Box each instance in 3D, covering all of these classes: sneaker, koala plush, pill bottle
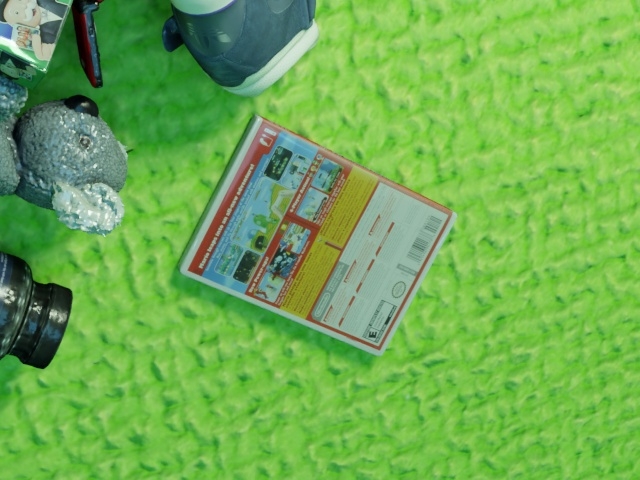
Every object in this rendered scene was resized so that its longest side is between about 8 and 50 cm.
[{"bbox_3d":[-0.061,-0.311,1.258,0.236,0.130,0.323,62,41,-60],"label":"sneaker"},{"bbox_3d":[-0.297,-0.095,1.211,0.221,0.196,0.203,24,110,-23],"label":"koala plush"},{"bbox_3d":[-0.382,0.060,1.258,0.219,0.123,0.123,21,100,-22],"label":"pill bottle"}]

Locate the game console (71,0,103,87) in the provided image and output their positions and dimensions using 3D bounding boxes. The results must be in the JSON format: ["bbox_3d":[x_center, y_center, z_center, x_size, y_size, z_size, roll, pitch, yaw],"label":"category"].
[{"bbox_3d":[-0.206,-0.229,1.207,0.085,0.144,0.124,-10,109,-12],"label":"game console"}]

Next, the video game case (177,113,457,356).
[{"bbox_3d":[0.000,0.000,1.412,0.285,0.025,0.204,24,99,-23],"label":"video game case"}]

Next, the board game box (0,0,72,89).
[{"bbox_3d":[-0.311,-0.321,1.101,0.213,0.046,0.317,25,61,-22],"label":"board game box"}]
